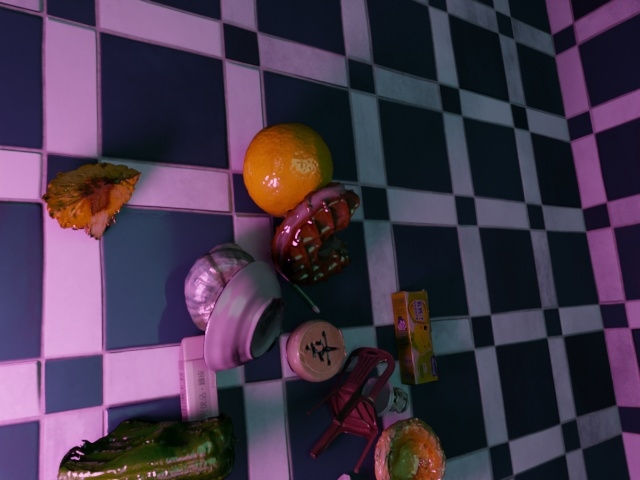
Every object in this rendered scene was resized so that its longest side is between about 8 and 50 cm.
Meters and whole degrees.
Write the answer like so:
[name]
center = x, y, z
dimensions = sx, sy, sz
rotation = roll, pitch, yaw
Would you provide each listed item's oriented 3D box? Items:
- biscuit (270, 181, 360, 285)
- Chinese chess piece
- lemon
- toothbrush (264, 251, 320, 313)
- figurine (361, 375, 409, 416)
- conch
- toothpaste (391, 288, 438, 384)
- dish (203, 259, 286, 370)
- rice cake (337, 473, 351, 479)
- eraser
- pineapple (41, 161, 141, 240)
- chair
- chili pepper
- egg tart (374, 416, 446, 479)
[biscuit]
center = -0.015, 0.003, 1.463
dimensions = 0.268, 0.366, 0.115
rotation = -31, 57, -18
[Chinese chess piece]
center = -0.012, 0.335, 1.528
dimensions = 0.188, 0.083, 0.189
rotation = 7, 78, -34
[lemon]
center = -0.096, -0.209, 1.481
dimensions = 0.293, 0.293, 0.293
rotation = 8, 75, -33
[toothbrush]
center = -0.085, 0.135, 1.562
dimensions = 0.257, 0.018, 0.024
rotation = 50, 51, -14
[figurine]
center = 0.223, 0.519, 1.638
dimensions = 0.153, 0.132, 0.132
rotation = 28, 64, -40
[conch]
center = -0.264, 0.112, 1.361
dimensions = 0.220, 0.195, 0.277
rotation = 65, 18, -50
[toothpaste]
center = 0.330, 0.339, 1.763
dimensions = 0.110, 0.077, 0.328
rotation = 0, 79, -32
[dish]
center = -0.174, 0.215, 1.317
dimensions = 0.316, 0.106, 0.317
rotation = -51, 154, -39
[rice cake]
center = 0.098, 0.823, 1.516
dimensions = 0.080, 0.042, 0.222
rotation = -30, 98, -31
[eraser]
center = -0.317, 0.427, 1.312
dimensions = 0.089, 0.061, 0.352
rotation = -1, 79, -35
[pineapple]
center = -0.576, -0.097, 1.244
dimensions = 0.139, 0.164, 0.250
rotation = 30, 51, 19
[chair]
center = 0.105, 0.493, 1.515
dimensions = 0.326, 0.175, 0.183
rotation = -36, 120, -47
[chili pepper]
center = -0.377, 0.505, 1.147
dimensions = 0.384, 0.213, 0.168
rotation = -4, 85, -13
[egg tart]
center = 0.274, 0.709, 1.616
dimensions = 0.288, 0.118, 0.289
rotation = 7, 78, -33
